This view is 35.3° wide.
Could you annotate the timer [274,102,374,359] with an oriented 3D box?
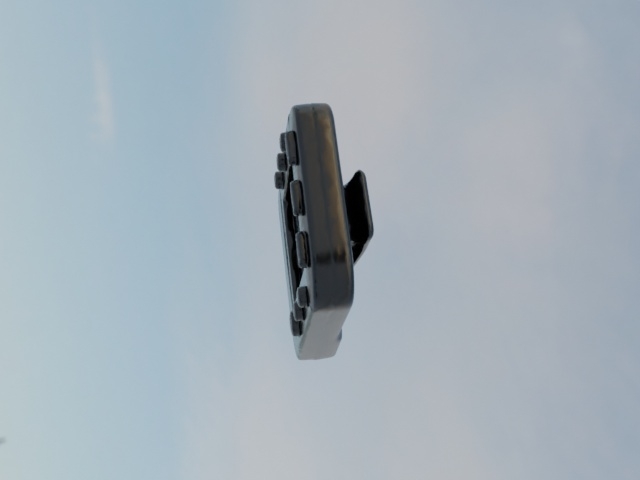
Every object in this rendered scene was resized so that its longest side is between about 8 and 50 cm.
[{"bbox_3d":[0.000,0.000,0.728,0.187,0.055,0.144,105,-21,-70],"label":"timer"}]
